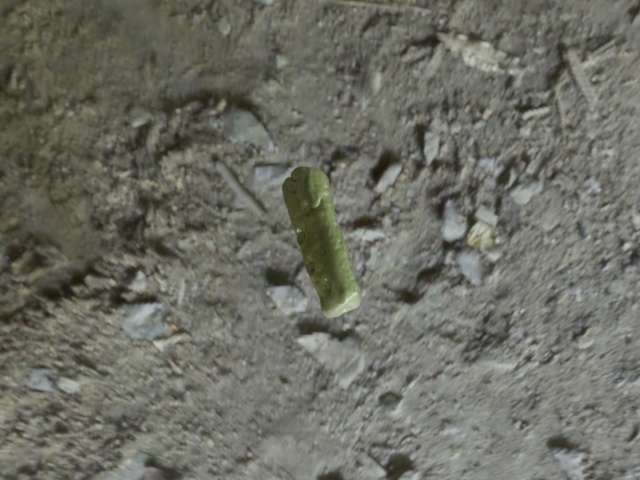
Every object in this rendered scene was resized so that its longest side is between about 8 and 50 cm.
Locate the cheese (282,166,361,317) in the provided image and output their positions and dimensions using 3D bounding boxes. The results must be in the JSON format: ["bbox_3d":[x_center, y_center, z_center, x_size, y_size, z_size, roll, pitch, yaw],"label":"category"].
[{"bbox_3d":[0.000,0.000,1.239,0.043,0.065,0.194,3,62,-45],"label":"cheese"}]
